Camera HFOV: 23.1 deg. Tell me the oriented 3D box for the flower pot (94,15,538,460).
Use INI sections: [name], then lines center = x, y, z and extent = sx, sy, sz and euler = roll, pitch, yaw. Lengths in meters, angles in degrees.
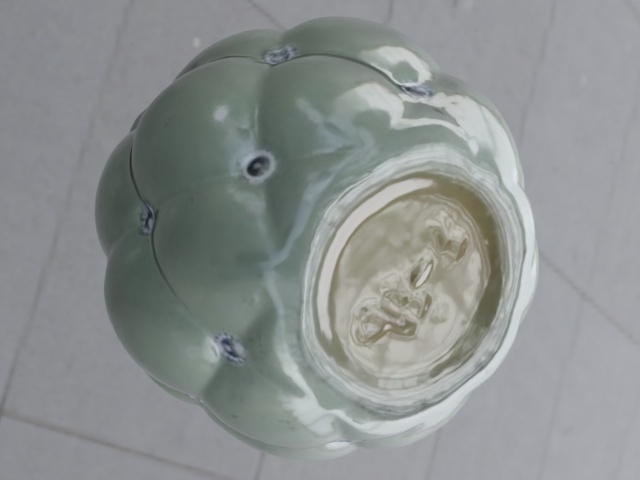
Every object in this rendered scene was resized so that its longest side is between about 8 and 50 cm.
[flower pot]
center = 0.000, 0.000, 0.858
extent = 0.246, 0.195, 0.246
euler = -8, 107, -28
